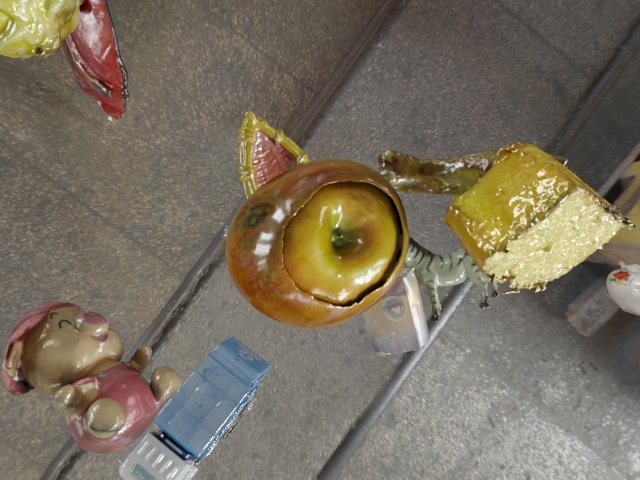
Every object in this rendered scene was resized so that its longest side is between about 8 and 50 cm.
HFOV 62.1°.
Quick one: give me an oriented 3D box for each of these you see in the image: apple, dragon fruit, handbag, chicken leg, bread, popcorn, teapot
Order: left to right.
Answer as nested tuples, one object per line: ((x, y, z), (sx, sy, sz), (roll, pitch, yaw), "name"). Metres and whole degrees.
((-0.393, -0.332, 0.689), (0.185, 0.187, 0.167), (-55, 135, -33), "popcorn")
((-0.487, -0.414, 1.130), (0.100, 0.282, 0.343), (-19, 136, -29), "dragon fruit")
((0.000, 0.000, 0.694), (0.237, 0.207, 0.237), (11, 67, -28), "apple")
((0.137, 0.137, 0.993), (0.117, 0.095, 0.173), (-6, 105, 36), "handbag")
((0.302, -0.103, 1.033), (0.361, 0.211, 0.140), (5, 55, 23), "chicken leg")
((0.249, -0.033, 0.650), (0.160, 0.260, 0.147), (-49, 54, 28), "bread")
((0.622, 0.100, 0.996), (0.145, 0.226, 0.092), (10, 96, -5), "teapot")

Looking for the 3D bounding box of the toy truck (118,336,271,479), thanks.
((-0.261, 0.378, 1.134), (0.146, 0.175, 0.367), (34, 68, 9), "toy truck")

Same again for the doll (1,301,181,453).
((-0.351, 0.187, 0.786), (0.256, 0.196, 0.152), (37, 79, 16), "doll")

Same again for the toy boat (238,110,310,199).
((-0.053, -0.069, 0.911), (0.141, 0.099, 0.318), (-25, 84, -19), "toy boat")

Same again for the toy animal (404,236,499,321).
((0.235, 0.053, 1.004), (0.217, 0.073, 0.176), (-13, 92, -8), "toy animal")
